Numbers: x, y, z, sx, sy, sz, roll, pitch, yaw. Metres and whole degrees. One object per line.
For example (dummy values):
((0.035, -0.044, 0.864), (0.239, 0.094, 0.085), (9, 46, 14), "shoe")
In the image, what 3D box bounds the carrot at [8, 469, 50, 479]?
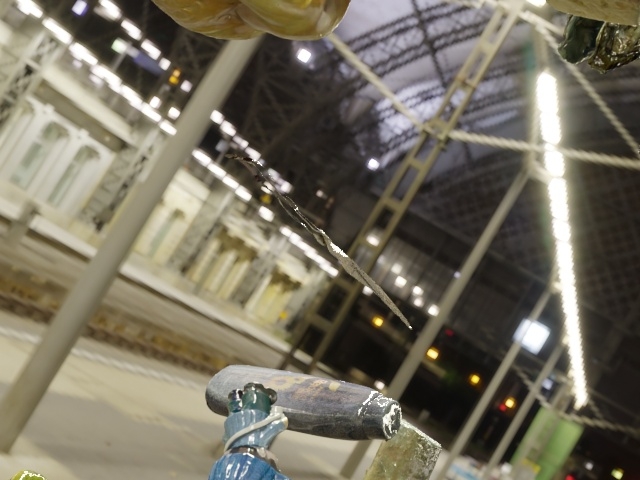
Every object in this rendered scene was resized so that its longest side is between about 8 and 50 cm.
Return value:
((-0.307, 0.448, 1.594), (0.359, 0.074, 0.074), (31, -4, 0), "carrot")

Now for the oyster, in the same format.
((0.491, -0.403, 1.660), (0.158, 0.351, 0.162), (31, -9, 9), "oyster")

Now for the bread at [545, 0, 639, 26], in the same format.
((0.266, -0.255, 1.029), (0.109, 0.080, 0.084), (18, -11, 22), "bread")

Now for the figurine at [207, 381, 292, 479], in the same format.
((-0.068, 0.194, 1.004), (0.079, 0.077, 0.136), (32, 39, -46), "figurine")

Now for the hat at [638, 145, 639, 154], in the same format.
((0.647, -0.095, 1.703), (0.336, 0.238, 0.208), (-134, -156, -80), "hat")

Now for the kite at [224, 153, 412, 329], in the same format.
((0.002, -0.002, 0.970), (0.229, 0.016, 0.127), (44, -5, -4), "kite")

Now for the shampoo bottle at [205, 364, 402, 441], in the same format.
((-0.020, 0.183, 1.219), (0.234, 0.049, 0.087), (5, 24, 35), "shampoo bottle")

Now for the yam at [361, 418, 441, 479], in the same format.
((0.110, 0.428, 1.807), (0.106, 0.259, 0.106), (27, -8, 4), "yam")

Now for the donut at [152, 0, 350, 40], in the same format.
((-0.086, -0.366, 1.085), (0.170, 0.360, 0.360), (-9, -26, 29), "donut")
